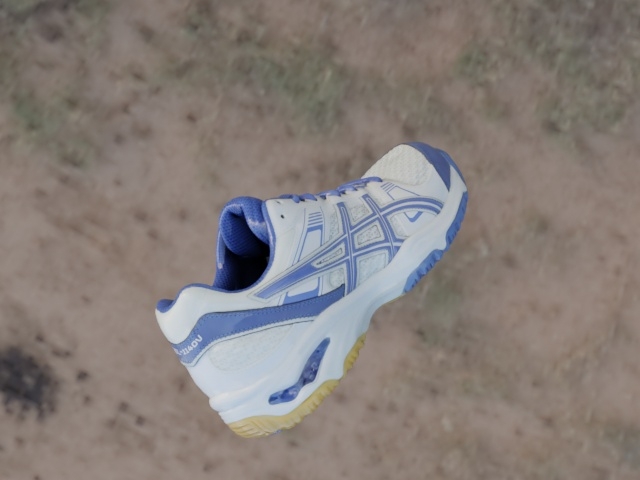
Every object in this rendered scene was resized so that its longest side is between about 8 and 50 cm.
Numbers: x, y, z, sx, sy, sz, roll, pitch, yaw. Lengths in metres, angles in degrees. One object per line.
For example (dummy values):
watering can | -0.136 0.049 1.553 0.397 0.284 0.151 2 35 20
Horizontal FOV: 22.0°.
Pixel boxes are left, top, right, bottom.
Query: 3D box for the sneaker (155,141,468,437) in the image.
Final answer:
sneaker | 0.000 0.000 1.174 0.131 0.296 0.112 50 138 -13
